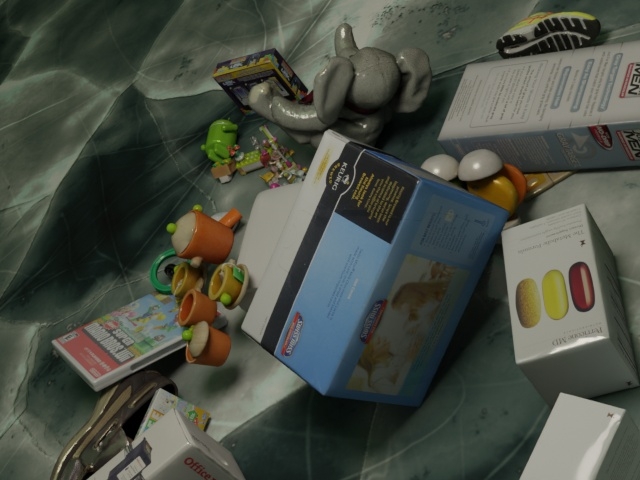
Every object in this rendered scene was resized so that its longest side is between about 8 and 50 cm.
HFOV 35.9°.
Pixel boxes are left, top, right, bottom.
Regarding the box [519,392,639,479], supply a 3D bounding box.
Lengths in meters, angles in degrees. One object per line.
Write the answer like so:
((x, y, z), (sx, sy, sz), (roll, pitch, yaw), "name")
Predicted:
((0.340, 0.292, 1.226), (0.091, 0.170, 0.130), (10, 60, 44), "box")

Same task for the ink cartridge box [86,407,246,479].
((-0.262, 0.411, 1.606), (0.237, 0.172, 0.100), (-40, 39, 2), "ink cartridge box")

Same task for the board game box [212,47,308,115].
((-0.136, -0.357, 2.245), (0.170, 0.141, 0.048), (-6, 50, 34), "board game box")

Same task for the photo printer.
((0.000, 0.000, 1.822), (0.307, 0.107, 0.256), (-10, 52, 33), "photo printer")

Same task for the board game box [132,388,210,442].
((-0.269, 0.350, 1.725), (0.026, 0.103, 0.154), (-37, 27, 57), "board game box")

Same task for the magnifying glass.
((-0.253, 0.019, 2.025), (0.231, 0.026, 0.092), (-44, 60, -10), "magnifying glass")

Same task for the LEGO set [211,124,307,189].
((-0.138, -0.180, 2.108), (0.287, 0.107, 0.132), (21, 69, 48), "LEGO set")

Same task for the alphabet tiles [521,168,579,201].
((0.410, -0.213, 1.767), (0.342, 0.011, 0.285), (-32, 40, 11), "alphabet tiles")

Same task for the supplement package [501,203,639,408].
((0.357, 0.094, 1.426), (0.139, 0.134, 0.244), (-21, 43, 24), "supplement package")

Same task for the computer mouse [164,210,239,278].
((-0.243, 0.005, 2.073), (0.106, 0.042, 0.193), (13, 63, 46), "computer mouse")

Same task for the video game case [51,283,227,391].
((-0.351, 0.178, 1.913), (0.285, 0.025, 0.204), (-26, 32, -27), "video game case")

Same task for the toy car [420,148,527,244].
((0.262, -0.083, 1.672), (0.182, 0.159, 0.136), (-5, 25, 37), "toy car")

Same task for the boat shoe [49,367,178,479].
((-0.365, 0.379, 1.756), (0.130, 0.132, 0.355), (-4, 53, 37), "boat shoe")

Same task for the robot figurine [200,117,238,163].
((-0.226, -0.228, 2.256), (0.101, 0.067, 0.115), (-40, 32, 41), "robot figurine")

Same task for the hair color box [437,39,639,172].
((0.406, -0.221, 1.679), (0.374, 0.113, 0.185), (-1, 54, 39), "hair color box")

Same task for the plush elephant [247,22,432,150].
((0.056, -0.290, 1.915), (0.330, 0.271, 0.255), (54, 135, 36), "plush elephant")

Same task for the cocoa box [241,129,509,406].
((0.082, 0.048, 1.519), (0.228, 0.231, 0.347), (32, 102, 45), "cocoa box")

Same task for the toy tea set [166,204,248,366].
((-0.233, 0.081, 1.809), (0.200, 0.124, 0.336), (-60, 28, 18), "toy tea set")

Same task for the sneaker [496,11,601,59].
((0.434, -0.401, 1.864), (0.208, 0.081, 0.094), (0, 41, 43), "sneaker")
